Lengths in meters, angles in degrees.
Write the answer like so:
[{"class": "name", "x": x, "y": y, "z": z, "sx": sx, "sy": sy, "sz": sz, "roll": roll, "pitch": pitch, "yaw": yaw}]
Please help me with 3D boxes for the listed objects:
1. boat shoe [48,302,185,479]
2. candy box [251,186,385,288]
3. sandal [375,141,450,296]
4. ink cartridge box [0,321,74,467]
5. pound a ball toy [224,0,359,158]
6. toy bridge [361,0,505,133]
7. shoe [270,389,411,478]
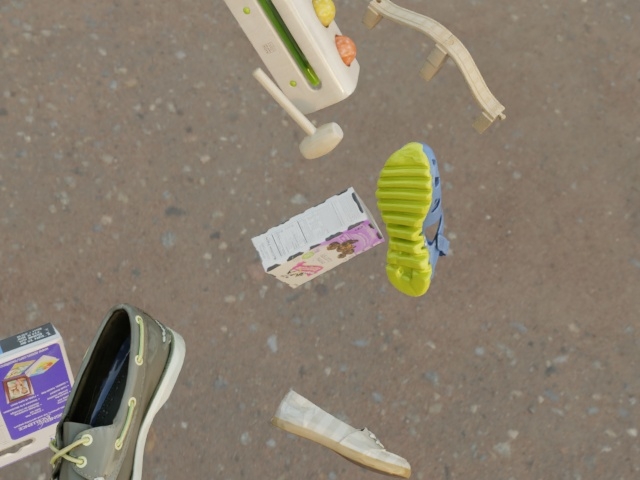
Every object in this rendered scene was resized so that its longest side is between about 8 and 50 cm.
[{"class": "boat shoe", "x": -0.243, "y": 0.212, "z": 0.817, "sx": 0.109, "sy": 0.091, "sz": 0.305, "roll": -8, "pitch": 50, "yaw": 32}, {"class": "candy box", "x": 0.000, "y": 0.000, "z": 1.331, "sx": 0.196, "sy": 0.165, "sz": 0.070, "roll": -28, "pitch": 72, "yaw": 8}, {"class": "sandal", "x": 0.195, "y": -0.052, "z": 1.509, "sx": 0.126, "sy": 0.317, "sz": 0.138, "roll": 19, "pitch": 37, "yaw": 33}, {"class": "ink cartridge box", "x": -0.443, "y": 0.229, "z": 1.036, "sx": 0.206, "sy": 0.208, "sz": 0.045, "roll": -20, "pitch": 43, "yaw": -25}, {"class": "pound a ball toy", "x": -0.031, "y": -0.322, "z": 1.240, "sx": 0.136, "sy": 0.319, "sz": 0.208, "roll": -20, "pitch": 35, "yaw": 24}, {"class": "toy bridge", "x": 0.124, "y": -0.192, "z": 0.792, "sx": 0.188, "sy": 0.063, "sz": 0.026, "roll": 44, "pitch": 68, "yaw": 5}, {"class": "shoe", "x": 0.037, "y": 0.285, "z": 1.100, "sx": 0.219, "sy": 0.076, "sz": 0.058, "roll": 25, "pitch": 72, "yaw": -2}]
